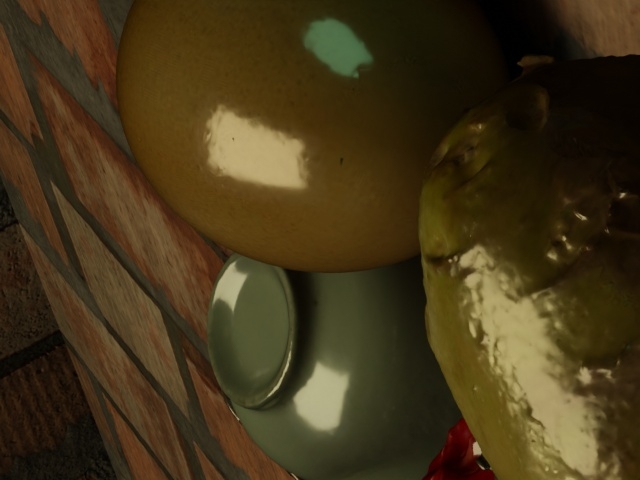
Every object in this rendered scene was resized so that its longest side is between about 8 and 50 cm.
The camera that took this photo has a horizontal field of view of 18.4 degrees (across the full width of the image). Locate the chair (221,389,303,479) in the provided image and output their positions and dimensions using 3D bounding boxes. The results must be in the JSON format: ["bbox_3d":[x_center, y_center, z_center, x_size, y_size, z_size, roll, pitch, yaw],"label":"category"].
[{"bbox_3d":[0.066,0.192,1.738,0.326,0.175,0.183,51,173,-3],"label":"chair"}]

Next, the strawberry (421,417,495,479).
[{"bbox_3d":[0.168,0.270,1.466,0.317,0.295,0.345,-92,18,-71],"label":"strawberry"}]

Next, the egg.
[{"bbox_3d":[-0.004,-0.102,1.355,0.322,0.250,0.250,31,146,56],"label":"egg"}]

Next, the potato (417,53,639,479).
[{"bbox_3d":[0.173,0.028,1.036,0.300,0.246,0.196,52,175,36],"label":"potato"}]

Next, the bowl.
[{"bbox_3d":[0.001,0.070,1.589,0.289,0.146,0.289,-9,79,56],"label":"bowl"}]
